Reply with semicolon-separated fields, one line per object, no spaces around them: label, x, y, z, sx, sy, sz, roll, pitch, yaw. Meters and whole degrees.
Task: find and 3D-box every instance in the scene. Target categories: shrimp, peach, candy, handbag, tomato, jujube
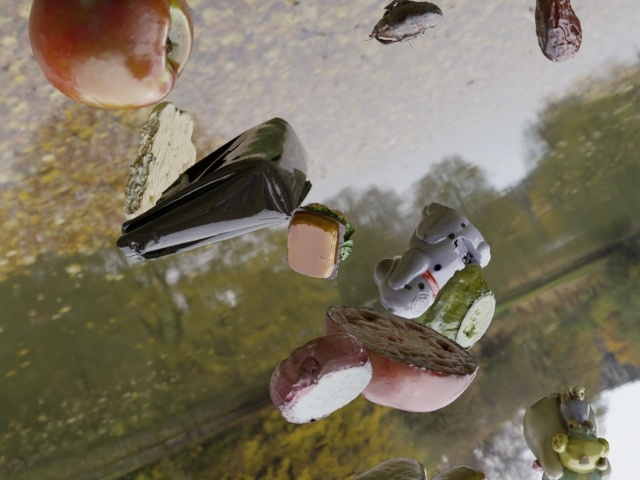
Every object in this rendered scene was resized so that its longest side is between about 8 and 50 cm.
shrimp;0.143;-0.386;1.601;0.073;0.075;0.190;11;165;-35
peach;-0.363;-0.354;1.494;0.274;0.249;0.245;6;148;13
candy;0.001;0.131;0.850;0.103;0.043;0.103;-25;150;-16
handbag;-0.144;-0.063;1.275;0.256;0.114;0.285;-22;-163;12
tomato;0.101;0.166;1.240;0.225;0.225;0.085;-9;119;-59
jujube;0.393;-0.357;1.482;0.077;0.077;0.129;-26;127;-4

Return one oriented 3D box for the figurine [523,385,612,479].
figurine;0.413;0.374;1.461;0.127;0.236;0.155;12;139;-19

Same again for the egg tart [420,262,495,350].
egg tart;0.263;0.136;1.680;0.197;0.078;0.197;-36;141;-35

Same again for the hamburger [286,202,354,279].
hamburger;0.000;0.000;1.808;0.087;0.137;0.166;-57;164;-48

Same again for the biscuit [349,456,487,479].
biscuit;0.152;0.473;1.673;0.236;0.062;0.290;-3;-176;40

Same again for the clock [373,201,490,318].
clock;0.221;0.067;1.931;0.254;0.189;0.189;-44;173;-12

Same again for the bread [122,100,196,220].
bread;-0.307;-0.137;1.738;0.038;0.251;0.182;15;178;19
